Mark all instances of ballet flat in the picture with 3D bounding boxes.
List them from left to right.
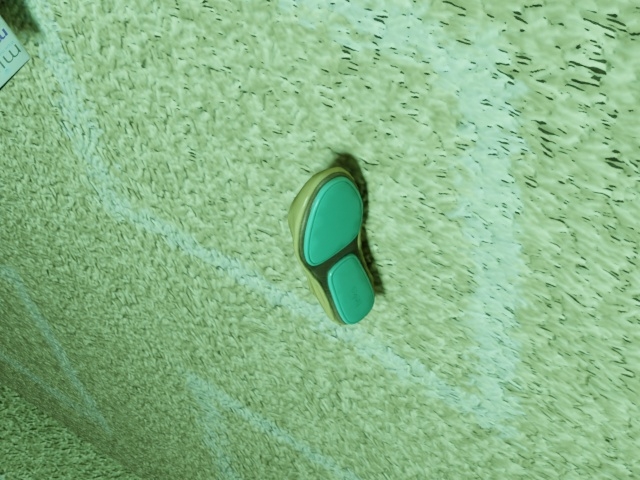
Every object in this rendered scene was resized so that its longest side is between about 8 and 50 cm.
[{"bbox_3d":[0.000,0.000,1.159,0.073,0.080,0.232,43,159,33],"label":"ballet flat"}]

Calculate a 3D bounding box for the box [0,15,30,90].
[{"bbox_3d":[-0.460,-0.270,1.237,0.262,0.127,0.231,34,165,29],"label":"box"}]
